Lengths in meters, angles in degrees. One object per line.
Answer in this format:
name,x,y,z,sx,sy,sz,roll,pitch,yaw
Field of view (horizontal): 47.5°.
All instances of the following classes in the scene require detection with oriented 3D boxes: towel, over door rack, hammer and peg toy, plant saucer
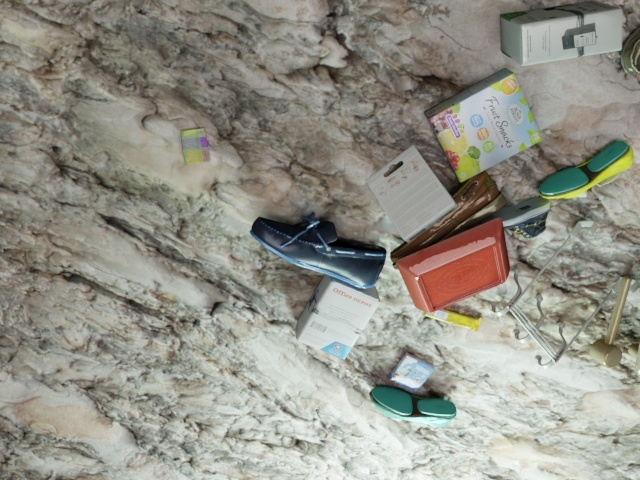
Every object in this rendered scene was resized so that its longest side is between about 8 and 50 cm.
towel,-0.283,-0.212,1.641,0.060,0.009,0.083,-6,115,0
over door rack,0.602,0.132,1.818,0.324,0.108,0.239,-43,113,1
hammer and peg toy,0.865,0.211,1.802,0.361,0.127,0.266,-9,117,-17
plant saucer,0.329,0.076,1.723,0.258,0.048,0.259,-23,146,5

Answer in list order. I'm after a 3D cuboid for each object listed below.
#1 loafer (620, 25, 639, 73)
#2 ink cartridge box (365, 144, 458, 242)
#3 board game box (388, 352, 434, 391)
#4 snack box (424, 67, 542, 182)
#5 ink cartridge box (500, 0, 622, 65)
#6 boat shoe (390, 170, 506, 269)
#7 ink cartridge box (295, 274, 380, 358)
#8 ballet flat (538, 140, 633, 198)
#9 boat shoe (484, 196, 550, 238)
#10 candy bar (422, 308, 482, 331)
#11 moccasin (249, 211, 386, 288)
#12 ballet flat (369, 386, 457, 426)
loafer,0.764,-0.442,1.550,0.251,0.087,0.094,-34,113,12
ink cartridge box,0.207,-0.106,1.666,0.145,0.179,0.045,-37,153,14
board game box,0.243,0.352,1.938,0.090,0.020,0.090,26,111,-16
snack box,0.363,-0.257,1.625,0.207,0.070,0.175,-29,113,8
ink cartridge box,0.495,-0.432,1.504,0.208,0.153,0.087,-9,115,0
boat shoe,0.279,-0.051,1.708,0.307,0.111,0.104,-35,96,5
ink cartridge box,0.041,0.182,1.809,0.139,0.082,0.191,24,111,-15
ballet flat,0.626,-0.145,1.697,0.230,0.077,0.077,-30,130,9
boat shoe,0.466,-0.037,1.715,0.183,0.065,0.083,-17,120,-21
candy bar,0.340,0.198,1.871,0.161,0.018,0.040,17,110,-11
moccasin,0.000,0.000,1.710,0.341,0.138,0.117,20,109,-28
ballet flat,0.242,0.460,1.960,0.247,0.083,0.087,12,132,-7
